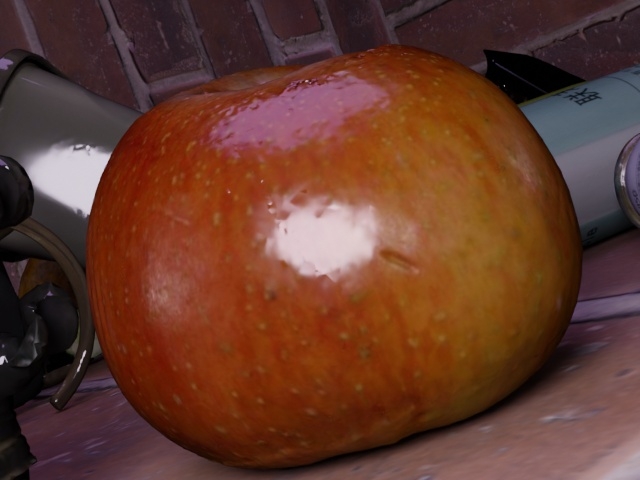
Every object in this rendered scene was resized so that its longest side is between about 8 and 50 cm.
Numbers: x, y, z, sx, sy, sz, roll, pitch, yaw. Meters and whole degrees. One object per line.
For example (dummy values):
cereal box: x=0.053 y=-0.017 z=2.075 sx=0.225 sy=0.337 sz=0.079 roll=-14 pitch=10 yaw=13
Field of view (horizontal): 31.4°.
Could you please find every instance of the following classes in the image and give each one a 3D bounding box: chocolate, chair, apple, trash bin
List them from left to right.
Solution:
chair: x=-0.332 y=0.086 z=1.029 sx=0.166 sy=0.188 sz=0.272 roll=-23 pitch=2 yaw=-37
trash bin: x=-0.228 y=-0.054 z=1.214 sx=0.250 sy=0.219 sz=0.219 roll=18 pitch=-3 yaw=3
apple: x=0.000 y=0.000 z=0.515 sx=0.235 sy=0.173 sz=0.210 roll=-16 pitch=5 yaw=32
chocolate: x=0.295 y=-0.130 z=1.529 sx=0.224 sy=0.206 sz=0.177 roll=-9 pitch=-51 yaw=-52

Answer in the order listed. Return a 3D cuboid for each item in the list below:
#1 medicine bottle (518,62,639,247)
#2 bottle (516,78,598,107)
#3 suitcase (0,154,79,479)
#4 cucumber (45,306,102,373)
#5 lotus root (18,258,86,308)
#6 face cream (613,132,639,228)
medicine bottle: x=0.138 y=-0.035 z=0.798 sx=0.352 sy=0.110 sz=0.110 roll=-21 pitch=4 yaw=-19
bottle: x=0.229 y=-0.079 z=0.969 sx=0.260 sy=0.112 sz=0.112 roll=-21 pitch=3 yaw=-16
suitcase: x=-0.334 y=0.109 z=0.506 sx=0.434 sy=0.194 sz=0.283 roll=-18 pitch=4 yaw=30
cucumber: x=-0.342 y=0.128 z=1.318 sx=0.241 sy=0.074 sz=0.074 roll=-19 pitch=3 yaw=41
lotus root: x=-0.282 y=0.042 z=1.548 sx=0.291 sy=0.193 sz=0.193 roll=-38 pitch=6 yaw=-8
face cream: x=0.238 y=-0.042 z=0.633 sx=0.075 sy=0.075 sz=0.229 roll=-21 pitch=4 yaw=-18
